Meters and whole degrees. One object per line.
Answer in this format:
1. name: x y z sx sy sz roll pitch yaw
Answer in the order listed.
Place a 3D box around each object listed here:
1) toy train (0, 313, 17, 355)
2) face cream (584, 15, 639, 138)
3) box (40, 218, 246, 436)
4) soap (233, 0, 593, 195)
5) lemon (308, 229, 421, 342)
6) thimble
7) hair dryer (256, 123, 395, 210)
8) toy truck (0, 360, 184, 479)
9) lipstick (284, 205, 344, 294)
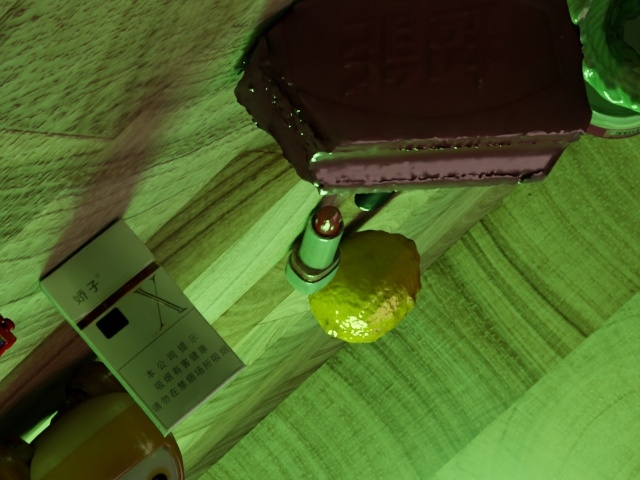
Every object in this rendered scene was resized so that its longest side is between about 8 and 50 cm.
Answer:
1. toy train: -0.288 0.102 1.154 0.204 0.083 0.131 -47 172 23
2. face cream: 0.386 -0.226 2.374 0.175 0.175 0.195 -42 174 1
3. box: -0.139 0.068 1.438 0.084 0.154 0.040 -40 176 -12
4. soap: 0.064 -0.120 1.354 0.250 0.162 0.099 -5 163 -19
5. lemon: 0.064 0.057 2.491 0.187 0.142 0.142 -43 174 -24
6. thimble: 0.404 -0.262 2.166 0.219 0.219 0.150 -45 174 23
7. hair dryer: 0.026 -0.114 1.535 0.302 0.116 0.244 -17 157 -46
8. toy truck: -0.242 0.270 1.878 0.204 0.211 0.288 -39 176 -31
9. lipstick: -0.001 -0.001 2.175 0.063 0.057 0.186 -39 167 -22
